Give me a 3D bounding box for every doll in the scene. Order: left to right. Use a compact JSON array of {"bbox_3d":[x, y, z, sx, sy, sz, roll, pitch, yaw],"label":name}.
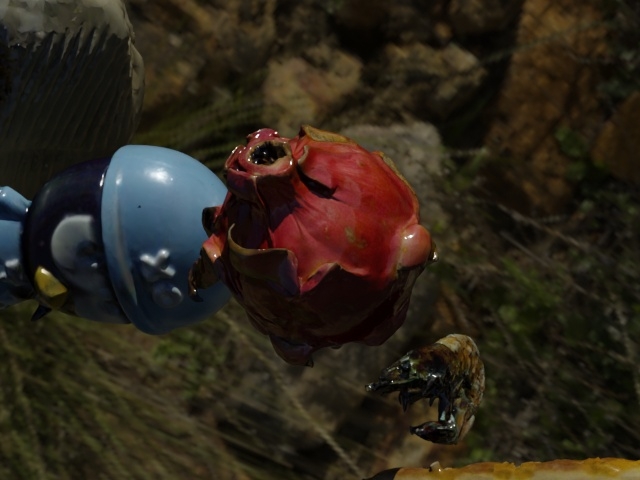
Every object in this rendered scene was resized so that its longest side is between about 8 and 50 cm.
[{"bbox_3d":[-0.193,0.006,1.215,0.314,0.177,0.141,-6,37,15],"label":"doll"}]

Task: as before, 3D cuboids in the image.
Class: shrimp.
[{"bbox_3d":[0.093,0.124,1.121,0.034,0.161,0.091,-9,86,35],"label":"shrimp"}]

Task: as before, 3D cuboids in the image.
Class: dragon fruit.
[{"bbox_3d":[0.000,0.000,0.793,0.133,0.166,0.136,19,68,28],"label":"dragon fruit"}]

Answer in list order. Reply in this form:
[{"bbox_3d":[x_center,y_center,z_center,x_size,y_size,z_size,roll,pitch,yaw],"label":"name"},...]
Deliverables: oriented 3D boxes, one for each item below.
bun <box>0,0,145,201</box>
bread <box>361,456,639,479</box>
[{"bbox_3d":[-0.310,-0.173,1.398,0.205,0.281,0.281,43,99,33],"label":"bun"},{"bbox_3d":[0.199,0.299,1.130,0.279,0.279,0.207,-9,63,34],"label":"bread"}]
